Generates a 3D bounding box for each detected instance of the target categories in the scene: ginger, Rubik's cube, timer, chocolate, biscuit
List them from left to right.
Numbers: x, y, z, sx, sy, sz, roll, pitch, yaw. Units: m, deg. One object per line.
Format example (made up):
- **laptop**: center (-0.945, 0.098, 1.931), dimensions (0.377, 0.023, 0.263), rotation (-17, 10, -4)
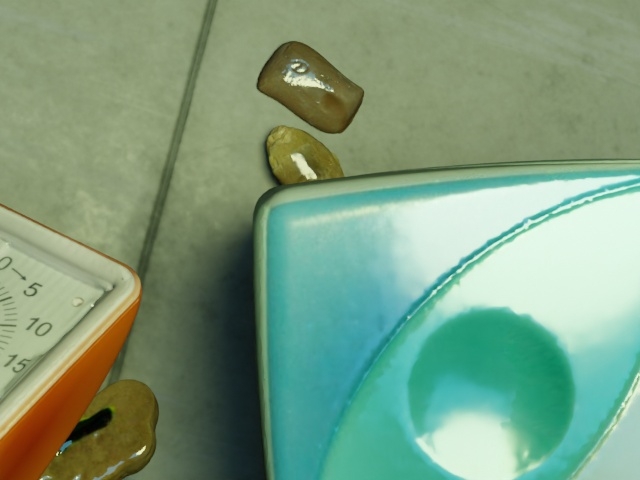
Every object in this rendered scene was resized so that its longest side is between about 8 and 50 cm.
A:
- **timer**: center (-0.310, 0.081, 1.531), dimensions (0.257, 0.161, 0.250), rotation (25, 65, 22)
- **biscuit**: center (-0.282, 0.216, 1.568), dimensions (0.320, 0.047, 0.183), rotation (-22, 65, -1)
- **ginger**: center (-0.010, -0.003, 1.712), dimensions (0.133, 0.059, 0.214), rotation (-28, 93, -21)
- **chocolate**: center (-0.006, -0.145, 1.745), dimensions (0.101, 0.031, 0.064), rotation (37, 80, -10)
- **Rubik's cube**: center (0.125, 0.112, 1.503), dimensions (0.351, 0.352, 0.347), rotation (-4, 90, 3)
